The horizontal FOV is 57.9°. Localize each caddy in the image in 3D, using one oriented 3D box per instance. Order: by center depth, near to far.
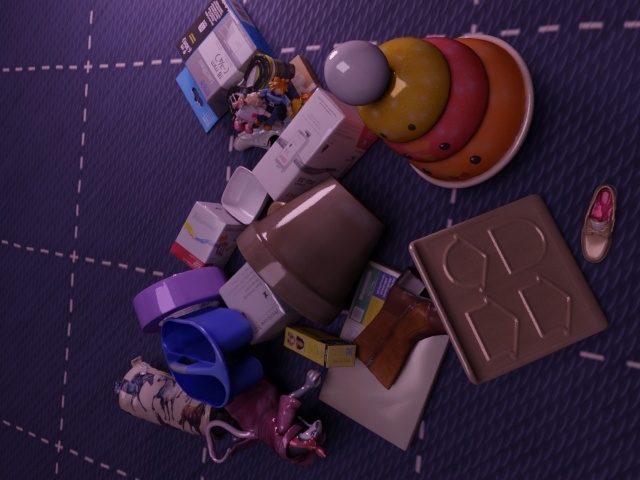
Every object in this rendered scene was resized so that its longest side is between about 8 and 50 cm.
[{"bbox_3d":[-0.313,0.312,1.562,0.341,0.179,0.241,-3,105,50],"label":"caddy"}]

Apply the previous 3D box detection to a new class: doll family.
[{"bbox_3d":[-0.103,-0.354,1.547,0.163,0.263,0.118,131,148,-54],"label":"doll family"}]

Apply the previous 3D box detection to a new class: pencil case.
[{"bbox_3d":[-0.434,0.482,1.765,0.410,0.160,0.183,4,111,31],"label":"pencil case"}]

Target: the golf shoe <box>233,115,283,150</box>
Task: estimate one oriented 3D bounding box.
[{"bbox_3d":[-0.177,-0.291,1.675,0.176,0.069,0.086,-28,82,29],"label":"golf shoe"}]

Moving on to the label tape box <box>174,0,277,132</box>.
[{"bbox_3d":[-0.323,-0.527,1.738,0.333,0.106,0.240,-40,70,24],"label":"label tape box"}]

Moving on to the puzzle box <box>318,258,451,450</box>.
[{"bbox_3d":[0.176,0.282,1.466,0.272,0.052,0.409,25,102,29],"label":"puzzle box"}]

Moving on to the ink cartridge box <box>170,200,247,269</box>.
[{"bbox_3d":[-0.328,-0.010,1.714,0.127,0.128,0.176,35,104,19],"label":"ink cartridge box"}]

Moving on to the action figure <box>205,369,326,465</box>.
[{"bbox_3d":[-0.124,0.479,1.508,0.370,0.276,0.248,8,114,58],"label":"action figure"}]

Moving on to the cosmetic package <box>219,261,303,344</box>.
[{"bbox_3d":[-0.148,0.162,1.602,0.151,0.151,0.184,-44,69,24],"label":"cosmetic package"}]

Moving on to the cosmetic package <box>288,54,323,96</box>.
[{"bbox_3d":[-0.047,-0.450,1.610,0.060,0.041,0.115,-37,72,26],"label":"cosmetic package"}]

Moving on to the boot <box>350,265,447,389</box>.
[{"bbox_3d":[0.219,0.245,1.358,0.264,0.096,0.280,39,111,22],"label":"boot"}]

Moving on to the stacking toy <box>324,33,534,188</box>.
[{"bbox_3d":[0.182,-0.300,1.198,0.350,0.480,0.350,-3,86,47],"label":"stacking toy"}]

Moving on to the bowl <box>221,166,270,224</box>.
[{"bbox_3d":[-0.211,-0.131,1.699,0.142,0.053,0.142,38,108,24],"label":"bowl"}]

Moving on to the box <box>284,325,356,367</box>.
[{"bbox_3d":[-0.005,0.272,1.498,0.232,0.087,0.058,8,93,61],"label":"box"}]

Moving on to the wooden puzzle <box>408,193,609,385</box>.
[{"bbox_3d":[0.394,0.099,1.238,0.348,0.080,0.322,-20,76,-13],"label":"wooden puzzle"}]

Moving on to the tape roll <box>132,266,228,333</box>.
[{"bbox_3d":[-0.395,0.174,1.677,0.275,0.275,0.090,-32,74,27],"label":"tape roll"}]

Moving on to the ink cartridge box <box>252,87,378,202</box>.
[{"bbox_3d":[-0.008,-0.227,1.489,0.283,0.207,0.117,-48,65,22],"label":"ink cartridge box"}]

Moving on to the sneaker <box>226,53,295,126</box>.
[{"bbox_3d":[-0.172,-0.409,1.634,0.300,0.121,0.111,-30,70,53],"label":"sneaker"}]

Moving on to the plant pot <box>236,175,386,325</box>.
[{"bbox_3d":[0.000,0.000,1.447,0.280,0.323,0.323,-48,67,7],"label":"plant pot"}]

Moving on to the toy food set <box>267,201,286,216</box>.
[{"bbox_3d":[-0.104,-0.058,1.627,0.132,0.038,0.192,45,128,27],"label":"toy food set"}]

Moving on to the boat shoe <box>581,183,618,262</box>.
[{"bbox_3d":[0.585,-0.037,1.220,0.063,0.059,0.170,9,94,31],"label":"boat shoe"}]
